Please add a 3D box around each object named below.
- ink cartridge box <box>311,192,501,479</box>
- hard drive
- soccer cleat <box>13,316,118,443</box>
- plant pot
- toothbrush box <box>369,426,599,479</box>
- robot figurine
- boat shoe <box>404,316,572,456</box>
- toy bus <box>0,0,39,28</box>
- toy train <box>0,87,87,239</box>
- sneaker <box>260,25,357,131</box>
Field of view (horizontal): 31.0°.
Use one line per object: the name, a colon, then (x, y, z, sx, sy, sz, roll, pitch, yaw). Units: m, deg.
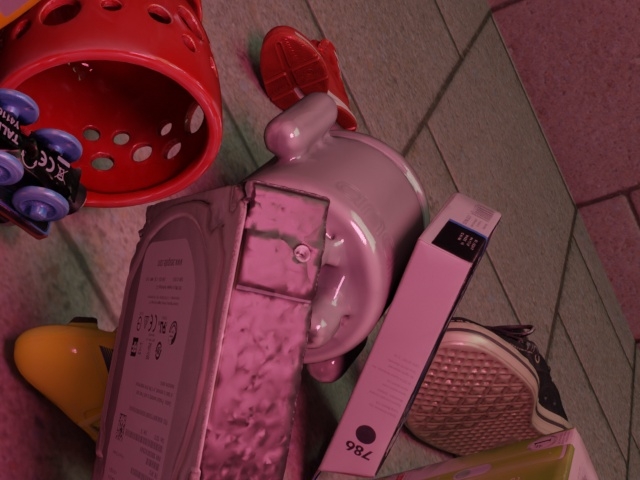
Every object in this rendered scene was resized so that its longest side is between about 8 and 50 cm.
ink cartridge box: (0.085, 0.123, 1.207, 0.065, 0.332, 0.165, 27, 26, 8)
hard drive: (-0.093, 0.136, 0.767, 0.064, 0.237, 0.338, 12, 84, -23)
soccer cleat: (-0.138, 0.163, 0.939, 0.289, 0.093, 0.121, 46, 40, -42)
plant pot: (-0.178, -0.149, 0.971, 0.191, 0.191, 0.174, 44, 32, -45)
toothbrush box: (0.136, 0.316, 1.161, 0.122, 0.283, 0.206, 65, 25, -10)
robot figurine: (0.000, 0.000, 1.217, 0.353, 0.200, 0.299, -48, 135, -63)
boat shoe: (0.219, 0.192, 1.570, 0.500, 0.187, 0.155, 40, 33, -57)
toy bus: (-0.274, -0.294, 0.851, 0.332, 0.130, 0.108, 53, 1, 41)
toy train: (-0.256, -0.067, 0.845, 0.184, 0.105, 0.080, 42, 44, -46)
sneaker: (-0.027, -0.231, 1.506, 0.221, 0.087, 0.128, 57, 16, -54)
